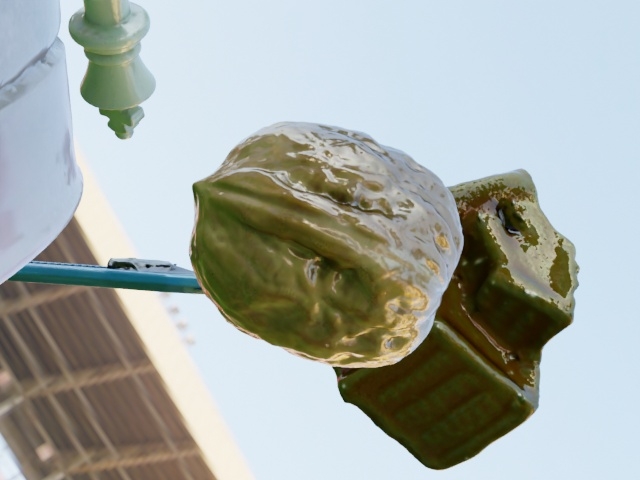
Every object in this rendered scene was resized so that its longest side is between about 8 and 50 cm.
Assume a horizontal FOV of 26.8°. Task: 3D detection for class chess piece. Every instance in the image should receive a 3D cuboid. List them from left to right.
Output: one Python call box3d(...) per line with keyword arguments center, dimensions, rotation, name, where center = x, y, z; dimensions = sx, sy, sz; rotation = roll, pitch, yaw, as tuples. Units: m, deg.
box3d(center=(-0.107, -0.111, 0.668), dimensions=(0.059, 0.059, 0.149), rotation=(36, -38, 32), name="chess piece")

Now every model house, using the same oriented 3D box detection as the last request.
box3d(center=(0.133, 0.080, 1.320), dimensions=(0.173, 0.268, 0.239), rotation=(24, 34, -59), name="model house")

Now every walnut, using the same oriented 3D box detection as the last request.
box3d(center=(0.000, 0.000, 0.886), dimensions=(0.184, 0.155, 0.155), rotation=(21, -30, -8), name="walnut")

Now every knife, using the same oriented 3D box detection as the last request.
box3d(center=(-0.190, 0.024, 1.045), dimensions=(0.044, 0.297, 0.026), rotation=(-140, -125, -75), name="knife")

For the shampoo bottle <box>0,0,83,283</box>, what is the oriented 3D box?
box3d(center=(-0.219, -0.087, 0.413), dimensions=(0.273, 0.273, 0.266), rotation=(13, -56, 51), name="shampoo bottle")
